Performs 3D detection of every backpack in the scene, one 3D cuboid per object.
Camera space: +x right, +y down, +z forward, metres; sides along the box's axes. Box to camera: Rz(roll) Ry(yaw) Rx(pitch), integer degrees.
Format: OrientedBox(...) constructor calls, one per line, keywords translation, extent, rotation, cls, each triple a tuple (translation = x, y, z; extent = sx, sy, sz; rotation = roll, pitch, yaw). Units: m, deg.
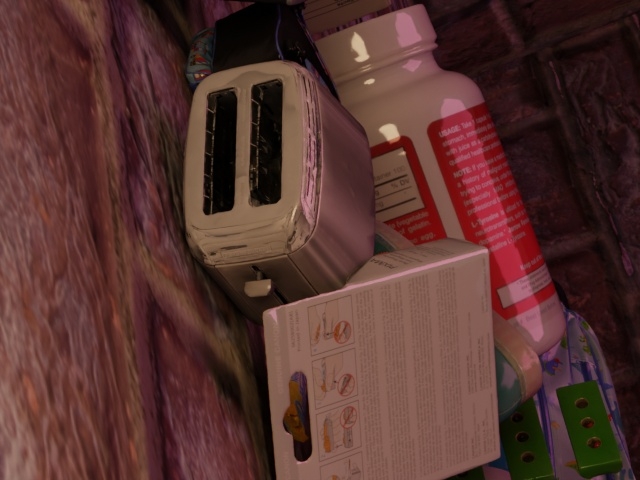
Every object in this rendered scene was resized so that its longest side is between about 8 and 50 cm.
OrientedBox(translation=(0.266, 0.259, 2.039), extent=(0.356, 0.273, 0.290), rotation=(-80, -175, -46), cls="backpack")
OrientedBox(translation=(-0.040, -0.124, 1.509), extent=(0.158, 0.116, 0.173), rotation=(-93, 159, -60), cls="backpack")

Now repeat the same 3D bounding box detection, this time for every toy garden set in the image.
OrientedBox(translation=(0.181, 0.255, 1.599), extent=(0.204, 0.244, 0.049), rotation=(-99, 175, -47), cls="toy garden set")

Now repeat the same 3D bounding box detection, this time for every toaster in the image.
OrientedBox(translation=(-0.033, -0.048, 1.313), extent=(0.146, 0.129, 0.227), rotation=(47, 40, -59), cls="toaster")

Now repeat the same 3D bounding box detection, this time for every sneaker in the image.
OrientedBox(translation=(0.054, 0.074, 1.482), extent=(0.302, 0.121, 0.108), rotation=(34, -44, 30), cls="sneaker")

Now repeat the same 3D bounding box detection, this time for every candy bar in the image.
OrientedBox(translation=(-0.021, 0.126, 1.412), extent=(0.161, 0.018, 0.040), rotation=(-87, 155, -67), cls="candy bar")

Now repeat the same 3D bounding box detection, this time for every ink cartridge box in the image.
OrientedBox(translation=(0.042, 0.112, 1.288), extent=(0.066, 0.232, 0.189), rotation=(15, -66, 55), cls="ink cartridge box")

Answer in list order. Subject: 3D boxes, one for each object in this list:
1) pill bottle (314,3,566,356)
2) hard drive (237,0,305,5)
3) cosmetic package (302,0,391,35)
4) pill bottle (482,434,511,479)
OrientedBox(translation=(0.106, -0.045, 1.807), extent=(0.229, 0.229, 0.408), rotation=(-37, 106, -79), cls="pill bottle")
OrientedBox(translation=(-0.074, -0.260, 1.485), extent=(0.255, 0.172, 0.054), rotation=(-70, 163, -73), cls="hard drive")
OrientedBox(translation=(-0.036, -0.409, 1.986), extent=(0.129, 0.153, 0.296), rotation=(-99, 166, -45), cls="cosmetic package")
OrientedBox(translation=(0.173, 0.290, 1.747), extent=(0.264, 0.146, 0.146), rotation=(-77, 145, -73), cls="pill bottle")
